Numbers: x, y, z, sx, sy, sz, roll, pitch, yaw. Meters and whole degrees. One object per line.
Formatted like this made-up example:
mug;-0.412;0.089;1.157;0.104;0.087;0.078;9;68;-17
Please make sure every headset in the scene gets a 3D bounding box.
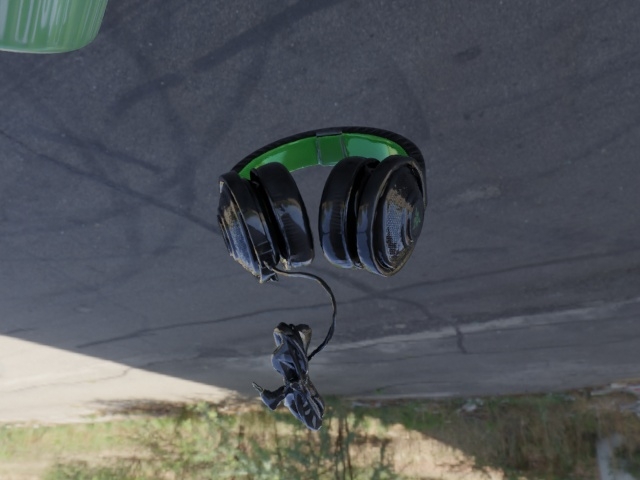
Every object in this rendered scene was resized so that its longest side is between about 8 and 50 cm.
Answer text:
headset;0.000;0.000;0.623;0.243;0.394;0.185;-4;123;11

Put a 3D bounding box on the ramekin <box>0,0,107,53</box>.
ramekin;-0.365;-0.322;0.584;0.303;0.303;0.148;13;121;-23
